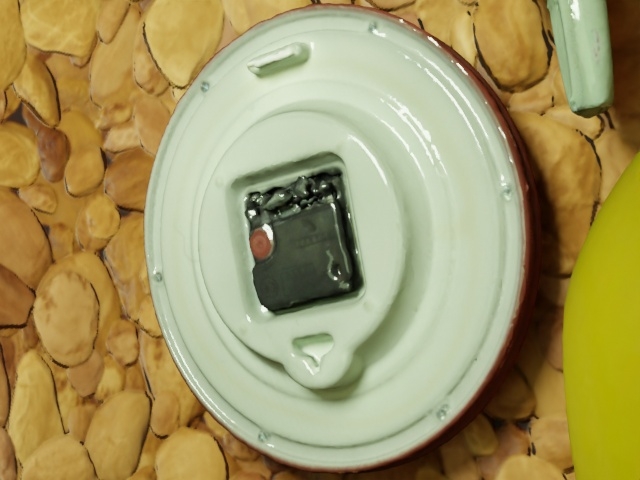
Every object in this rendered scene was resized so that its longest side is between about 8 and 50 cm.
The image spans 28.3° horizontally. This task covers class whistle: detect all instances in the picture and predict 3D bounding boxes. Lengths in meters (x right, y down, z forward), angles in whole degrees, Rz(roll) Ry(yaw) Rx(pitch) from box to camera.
[{"bbox_3d":[0.143,-0.199,0.748,0.106,0.102,0.253,-11,82,31],"label":"whistle"}]

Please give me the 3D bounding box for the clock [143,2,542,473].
[{"bbox_3d":[0.000,0.000,0.860,0.318,0.080,0.318,0,90,34],"label":"clock"}]

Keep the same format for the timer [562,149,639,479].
[{"bbox_3d":[0.303,0.056,0.504,0.387,0.376,0.376,-13,83,21],"label":"timer"}]
